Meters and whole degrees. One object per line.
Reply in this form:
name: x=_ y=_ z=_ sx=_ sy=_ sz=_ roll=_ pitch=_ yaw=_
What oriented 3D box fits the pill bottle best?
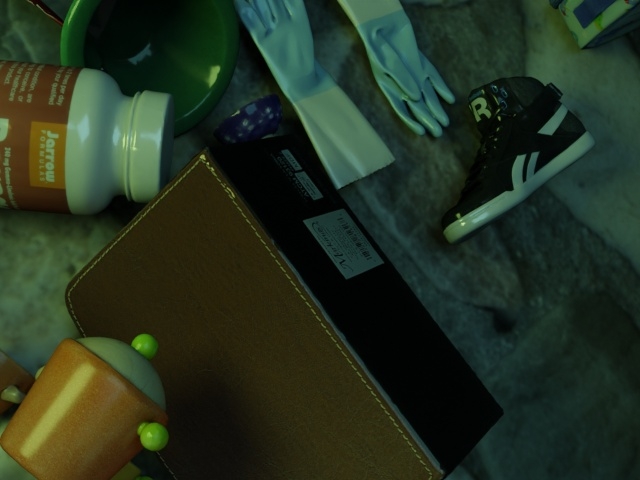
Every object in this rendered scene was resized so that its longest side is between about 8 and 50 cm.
pill bottle: x=-0.232 y=-0.084 z=0.854 sx=0.216 sy=0.121 sz=0.121 roll=5 pitch=73 yaw=-2

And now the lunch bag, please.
lunch bag: x=0.354 y=-0.291 z=1.096 sx=0.176 sy=0.219 sz=0.090 roll=-30 pitch=86 yaw=-24

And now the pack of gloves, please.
pack of gloves: x=0.021 y=-0.179 z=1.053 sx=0.195 sy=0.046 sz=0.232 roll=-28 pitch=88 yaw=-36

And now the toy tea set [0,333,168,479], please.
toy tea set: x=-0.240 y=0.069 z=0.794 sx=0.336 sy=0.200 sz=0.124 roll=39 pitch=74 yaw=0

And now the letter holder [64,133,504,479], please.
letter holder: x=-0.038 y=0.098 z=0.875 sx=0.302 sy=0.214 sz=0.152 roll=53 pitch=27 yaw=8

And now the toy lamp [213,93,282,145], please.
toy lamp: x=0.000 y=0.000 z=0.964 sx=0.080 sy=0.080 sz=0.274 roll=-31 pitch=86 yaw=-25

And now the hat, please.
hat: x=-0.201 y=-0.213 z=0.980 sx=0.173 sy=0.183 sz=0.208 roll=-41 pitch=135 yaw=-13

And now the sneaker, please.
sneaker: x=0.170 y=-0.090 z=1.057 sx=0.217 sy=0.079 sz=0.121 roll=-34 pitch=85 yaw=-33
